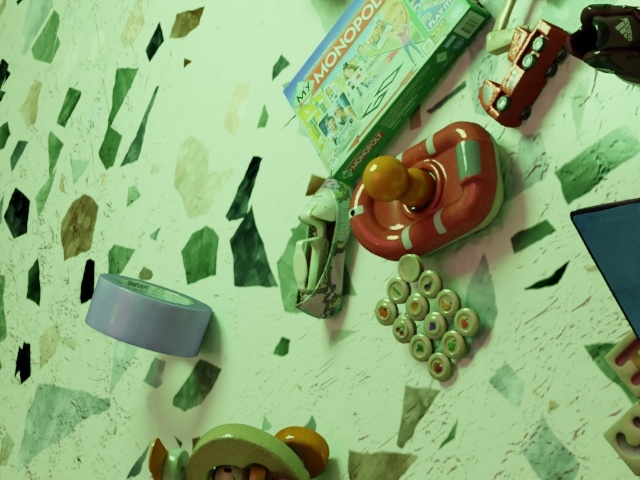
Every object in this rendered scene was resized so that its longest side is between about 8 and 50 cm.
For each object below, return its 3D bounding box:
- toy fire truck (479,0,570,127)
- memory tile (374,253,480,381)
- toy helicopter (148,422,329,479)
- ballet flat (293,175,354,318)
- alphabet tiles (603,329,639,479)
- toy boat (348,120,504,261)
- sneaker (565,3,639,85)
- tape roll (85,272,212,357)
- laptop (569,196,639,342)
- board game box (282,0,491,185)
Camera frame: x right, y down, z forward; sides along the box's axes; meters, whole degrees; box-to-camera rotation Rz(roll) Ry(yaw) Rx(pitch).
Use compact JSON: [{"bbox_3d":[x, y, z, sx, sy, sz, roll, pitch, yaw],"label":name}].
[{"bbox_3d":[0.252,-0.254,1.729,0.192,0.047,0.135,-60,39,19],"label":"toy fire truck"},{"bbox_3d":[0.136,0.098,1.737,0.148,0.012,0.113,45,120,31],"label":"memory tile"},{"bbox_3d":[-0.149,0.378,1.886,0.140,0.235,0.355,-73,7,-49],"label":"toy helicopter"},{"bbox_3d":[0.000,0.000,1.929,0.077,0.079,0.221,-7,72,48],"label":"ballet flat"},{"bbox_3d":[0.439,0.149,1.303,0.342,0.011,0.285,-51,62,28],"label":"alphabet tiles"},{"bbox_3d":[0.116,-0.068,1.748,0.231,0.151,0.151,-30,55,42],"label":"toy boat"},{"bbox_3d":[0.381,-0.216,1.448,0.281,0.162,0.106,-6,83,53],"label":"sneaker"},{"bbox_3d":[-0.272,0.118,2.139,0.189,0.189,0.080,23,96,52],"label":"tape roll"},{"bbox_3d":[0.435,0.167,1.139,0.382,0.236,0.408,-11,70,39],"label":"laptop"},{"bbox_3d":[0.086,-0.263,1.930,0.317,0.046,0.213,-51,44,23],"label":"board game box"}]
